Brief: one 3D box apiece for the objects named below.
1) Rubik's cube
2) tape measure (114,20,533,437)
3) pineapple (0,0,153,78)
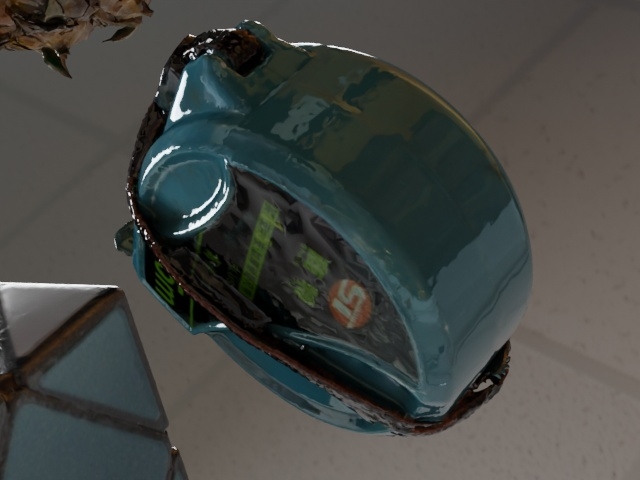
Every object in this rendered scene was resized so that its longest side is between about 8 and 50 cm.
[{"bbox_3d":[-0.210,0.155,0.740,0.207,0.205,0.205,2,-152,30],"label":"Rubik's cube"},{"bbox_3d":[0.000,0.000,0.433,0.146,0.125,0.081,38,-122,10],"label":"tape measure"},{"bbox_3d":[-0.223,-0.301,0.974,0.352,0.300,0.352,10,-133,-11],"label":"pineapple"}]
